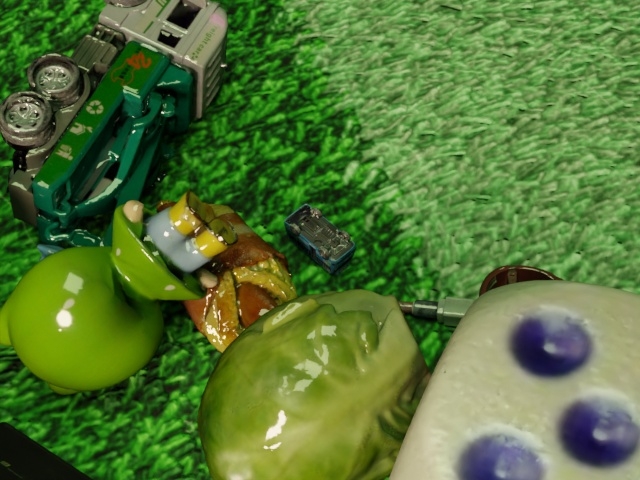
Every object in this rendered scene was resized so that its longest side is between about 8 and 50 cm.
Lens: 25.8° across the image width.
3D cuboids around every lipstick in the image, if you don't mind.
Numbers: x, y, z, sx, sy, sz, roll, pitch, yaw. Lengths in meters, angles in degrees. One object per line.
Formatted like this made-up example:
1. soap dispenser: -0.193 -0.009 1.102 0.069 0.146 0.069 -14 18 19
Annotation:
1. lipstick: 0.123 0.076 1.514 0.107 0.025 0.025 5 56 13

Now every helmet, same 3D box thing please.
1. helmet: 0.221 0.080 1.488 0.111 0.057 0.089 20 55 15

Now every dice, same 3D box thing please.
1. dice: 0.229 0.231 1.259 0.304 0.277 0.304 21 58 12

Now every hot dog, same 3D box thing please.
1. hot dog: -0.107 0.034 1.506 0.123 0.093 0.261 -37 63 -22

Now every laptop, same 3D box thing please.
1. laptop: -0.273 0.237 1.362 0.197 0.135 0.016 27 101 18

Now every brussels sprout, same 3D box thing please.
1. brussels sprout: -0.007 0.156 1.344 0.244 0.244 0.244 -1 56 1

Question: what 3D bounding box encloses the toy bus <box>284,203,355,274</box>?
1. toy bus: 0.000 0.000 1.556 0.038 0.046 0.083 -39 61 -22

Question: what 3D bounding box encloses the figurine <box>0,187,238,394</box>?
1. figurine: -0.210 0.051 1.426 0.263 0.162 0.143 -37 28 16

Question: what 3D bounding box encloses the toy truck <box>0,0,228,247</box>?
1. toy truck: -0.235 -0.144 1.595 0.178 0.176 0.363 22 59 5
